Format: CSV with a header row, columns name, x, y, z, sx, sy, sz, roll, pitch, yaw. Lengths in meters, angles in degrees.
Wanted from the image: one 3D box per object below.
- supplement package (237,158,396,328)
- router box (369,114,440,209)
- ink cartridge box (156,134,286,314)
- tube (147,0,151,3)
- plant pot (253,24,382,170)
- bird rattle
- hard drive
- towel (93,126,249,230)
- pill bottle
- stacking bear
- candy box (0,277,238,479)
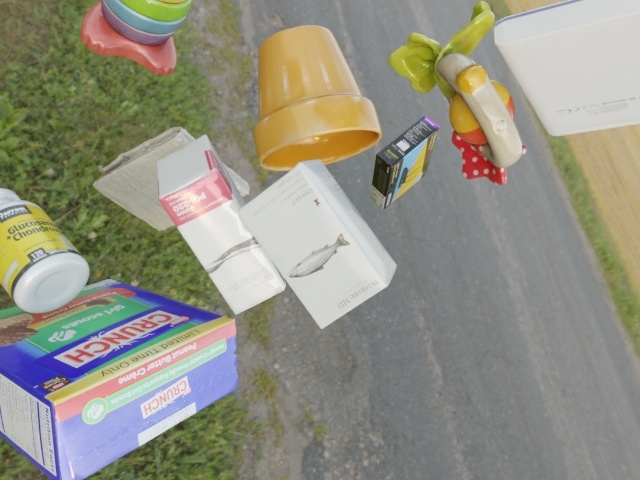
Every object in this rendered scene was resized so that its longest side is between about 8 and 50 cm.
name,x,y,z,sx,sy,sz,roll,pitch,yaw
supplement package,0.000,0.000,0.717,0.179,0.105,0.105,54,16,0
router box,0.165,-0.151,1.133,0.046,0.133,0.179,45,-15,17
ink cartridge box,-0.147,-0.024,0.837,0.217,0.092,0.158,61,-1,-31
tube,-0.187,-0.423,0.708,0.062,0.240,0.070,22,43,-33
plant pot,-0.021,-0.234,0.927,0.205,0.205,0.187,-6,81,-56
bird rattle,0.200,-0.167,0.755,0.207,0.143,0.253,-94,159,-63
hard drive,0.394,-0.235,0.791,0.319,0.210,0.040,22,69,-54
towel,-0.292,-0.111,1.098,0.187,0.282,0.049,40,47,-39
pill bottle,-0.417,0.008,0.796,0.184,0.103,0.103,41,25,23
stacking bear,-0.287,-0.463,0.985,0.176,0.289,0.164,13,52,-31
candy box,-0.321,0.169,0.800,0.268,0.317,0.122,-20,116,-49
